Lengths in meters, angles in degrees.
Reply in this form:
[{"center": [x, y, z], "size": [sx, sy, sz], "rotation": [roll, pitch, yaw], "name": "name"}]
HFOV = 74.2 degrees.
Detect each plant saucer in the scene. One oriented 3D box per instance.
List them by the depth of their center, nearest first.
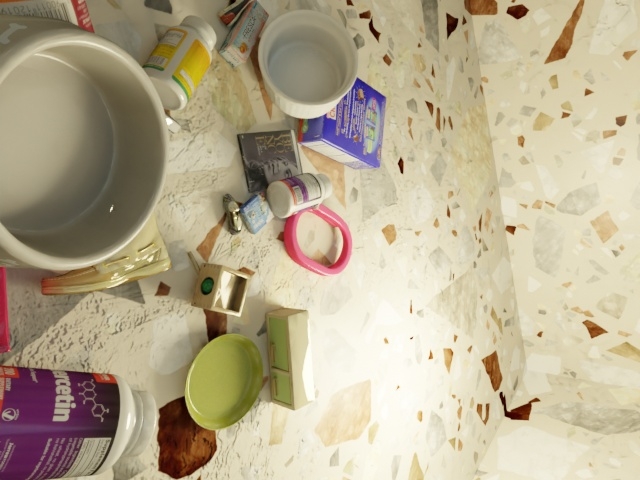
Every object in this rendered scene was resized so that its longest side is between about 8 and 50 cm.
[{"center": [-0.253, 0.364, 1.107], "size": [0.240, 0.037, 0.241], "rotation": [1, 89, -47], "name": "plant saucer"}]

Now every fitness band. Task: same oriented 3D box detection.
[{"center": [0.000, 0.000, 1.380], "size": [0.290, 0.054, 0.209], "rotation": [30, 68, -41], "name": "fitness band"}]

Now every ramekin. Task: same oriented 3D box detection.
[{"center": [-0.040, -0.489, 1.207], "size": [0.276, 0.135, 0.278], "rotation": [1, 84, -10], "name": "ramekin"}]

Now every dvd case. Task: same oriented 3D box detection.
[{"center": [-0.141, -0.241, 1.259], "size": [0.221, 0.018, 0.165], "rotation": [-20, 104, -46], "name": "dvd case"}]

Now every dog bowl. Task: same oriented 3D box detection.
[{"center": [-0.344, -0.119, 0.571], "size": [0.348, 0.102, 0.350], "rotation": [14, 90, -72], "name": "dog bowl"}]

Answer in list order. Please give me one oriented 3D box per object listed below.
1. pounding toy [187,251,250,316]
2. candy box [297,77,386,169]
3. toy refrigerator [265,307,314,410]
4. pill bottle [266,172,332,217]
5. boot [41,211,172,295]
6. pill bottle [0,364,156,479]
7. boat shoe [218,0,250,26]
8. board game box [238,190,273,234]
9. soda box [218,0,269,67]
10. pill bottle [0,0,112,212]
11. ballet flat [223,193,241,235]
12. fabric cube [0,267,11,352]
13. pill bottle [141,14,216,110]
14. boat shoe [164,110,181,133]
[{"center": [-0.268, 0.111, 1.070], "size": [0.141, 0.100, 0.130], "rotation": [31, 67, -54], "name": "pounding toy"}, {"center": [0.080, -0.410, 1.428], "size": [0.317, 0.122, 0.269], "rotation": [14, 80, -47], "name": "candy box"}, {"center": [-0.092, 0.341, 1.236], "size": [0.094, 0.102, 0.270], "rotation": [-7, 95, -47], "name": "toy refrigerator"}, {"center": [-0.057, -0.143, 1.269], "size": [0.193, 0.108, 0.108], "rotation": [-23, 106, -42], "name": "pill bottle"}, {"center": [-0.444, -0.007, 0.867], "size": [0.261, 0.095, 0.204], "rotation": [-18, 103, -48], "name": "boot"}, {"center": [-0.475, 0.327, 0.761], "size": [0.322, 0.181, 0.182], "rotation": [24, 72, -45], "name": "pill bottle"}, {"center": [-0.231, -0.643, 1.153], "size": [0.043, 0.049, 0.137], "rotation": [42, 64, -36], "name": "boat shoe"}, {"center": [-0.180, -0.079, 1.200], "size": [0.090, 0.019, 0.090], "rotation": [-49, 134, -36], "name": "board game box"}, {"center": [-0.209, -0.568, 1.160], "size": [0.058, 0.062, 0.183], "rotation": [39, 61, -39], "name": "soda box"}, {"center": [-0.455, -0.228, 0.684], "size": [0.224, 0.223, 0.393], "rotation": [-40, 143, -40], "name": "pill bottle"}, {"center": [-0.232, -0.071, 1.140], "size": [0.041, 0.041, 0.115], "rotation": [-17, 101, -46], "name": "ballet flat"}, {"center": [-0.607, 0.033, 0.576], "size": [0.258, 0.253, 0.259], "rotation": [-4, 94, -48], "name": "fabric cube"}, {"center": [-0.327, -0.419, 0.989], "size": [0.117, 0.117, 0.209], "rotation": [40, 61, -39], "name": "pill bottle"}, {"center": [-0.418, -0.277, 0.901], "size": [0.088, 0.096, 0.267], "rotation": [-54, 157, 9], "name": "boat shoe"}]
